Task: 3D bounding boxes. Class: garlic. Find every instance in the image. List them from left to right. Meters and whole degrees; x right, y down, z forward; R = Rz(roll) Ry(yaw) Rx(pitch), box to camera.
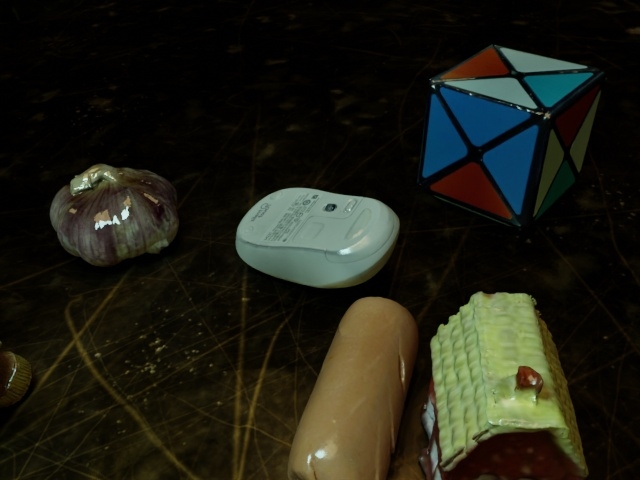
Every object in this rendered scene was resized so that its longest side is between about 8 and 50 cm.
[{"bbox_3d":[-0.376,-0.066,1.138,0.245,0.160,0.245,-1,29,1],"label":"garlic"}]

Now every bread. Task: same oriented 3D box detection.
[{"bbox_3d":[-0.462,0.204,0.890,0.085,0.053,0.084,-4,58,7],"label":"bread"}]

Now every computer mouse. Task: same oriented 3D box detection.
[{"bbox_3d":[0.000,0.000,1.058,0.297,0.121,0.184,3,48,33],"label":"computer mouse"}]

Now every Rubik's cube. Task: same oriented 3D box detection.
[{"bbox_3d":[0.359,-0.205,1.184,0.247,0.248,0.250,27,47,32],"label":"Rubik's cube"}]

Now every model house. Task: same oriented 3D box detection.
[{"bbox_3d":[0.205,0.190,0.693,0.160,0.253,0.196,4,40,4],"label":"model house"}]

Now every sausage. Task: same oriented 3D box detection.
[{"bbox_3d":[0.049,0.205,0.790,0.121,0.121,0.304,9,39,15],"label":"sausage"}]

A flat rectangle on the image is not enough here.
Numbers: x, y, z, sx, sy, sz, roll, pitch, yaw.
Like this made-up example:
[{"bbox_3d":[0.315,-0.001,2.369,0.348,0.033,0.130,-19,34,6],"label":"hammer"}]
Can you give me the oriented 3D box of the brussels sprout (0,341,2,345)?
[{"bbox_3d":[-0.574,0.196,0.753,0.274,0.242,0.316,6,48,16],"label":"brussels sprout"}]
